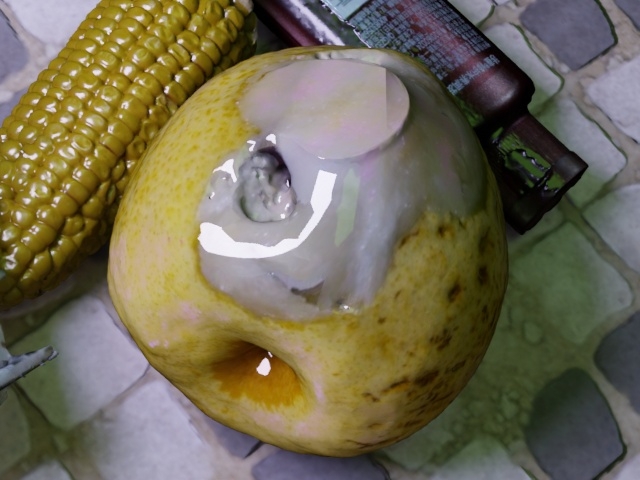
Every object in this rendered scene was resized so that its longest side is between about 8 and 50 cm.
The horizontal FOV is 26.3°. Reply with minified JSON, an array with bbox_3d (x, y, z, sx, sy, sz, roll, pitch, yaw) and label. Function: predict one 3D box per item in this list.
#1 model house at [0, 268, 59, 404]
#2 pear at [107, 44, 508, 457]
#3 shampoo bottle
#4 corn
[{"bbox_3d":[-0.300,0.032,0.790,0.224,0.198,0.215,-25,71,15],"label":"model house"},{"bbox_3d":[0.000,0.000,0.885,0.271,0.271,0.271,4,64,-9],"label":"pear"},{"bbox_3d":[0.062,-0.141,1.046,0.323,0.084,0.129,44,56,10],"label":"shampoo bottle"},{"bbox_3d":[-0.148,-0.085,0.957,0.119,0.119,0.322,32,63,5],"label":"corn"}]
